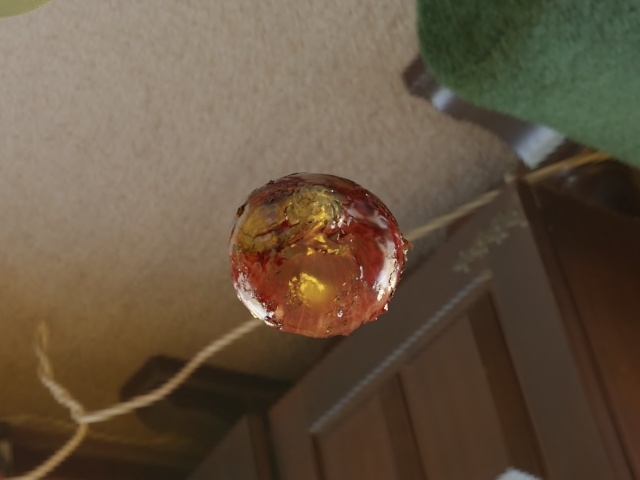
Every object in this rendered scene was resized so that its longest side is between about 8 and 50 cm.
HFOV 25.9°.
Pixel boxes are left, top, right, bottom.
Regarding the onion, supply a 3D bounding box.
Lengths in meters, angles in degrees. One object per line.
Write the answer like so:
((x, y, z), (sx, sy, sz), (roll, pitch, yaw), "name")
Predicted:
((0.000, 0.000, 1.325), (0.184, 0.184, 0.147), (-3, 144, -14), "onion")

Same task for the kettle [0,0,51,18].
((-0.221, -0.350, 1.040), (0.265, 0.318, 0.205), (-7, 141, 18), "kettle")
